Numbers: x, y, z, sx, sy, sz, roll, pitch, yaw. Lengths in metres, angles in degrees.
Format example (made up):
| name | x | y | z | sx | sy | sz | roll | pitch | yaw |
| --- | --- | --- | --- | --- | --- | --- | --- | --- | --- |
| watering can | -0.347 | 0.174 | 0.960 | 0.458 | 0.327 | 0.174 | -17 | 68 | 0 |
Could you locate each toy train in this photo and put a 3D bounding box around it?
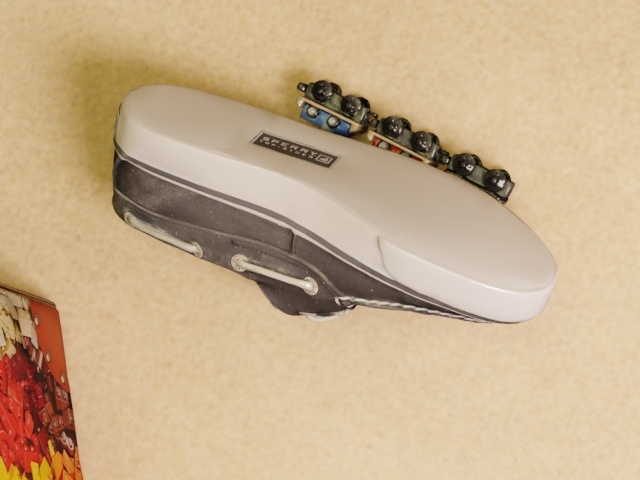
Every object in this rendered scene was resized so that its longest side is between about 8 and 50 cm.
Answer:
| name | x | y | z | sx | sy | sz | roll | pitch | yaw |
| --- | --- | --- | --- | --- | --- | --- | --- | --- | --- |
| toy train | 0.050 | -0.059 | 1.236 | 0.158 | 0.027 | 0.036 | 29 | 99 | 17 |

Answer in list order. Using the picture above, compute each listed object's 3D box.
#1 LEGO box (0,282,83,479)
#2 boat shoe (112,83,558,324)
| name | x | y | z | sx | sy | sz | roll | pitch | yaw |
| --- | --- | --- | --- | --- | --- | --- | --- | --- | --- |
| LEGO box | -0.396 | 0.256 | 1.209 | 0.500 | 0.193 | 0.372 | -14 | 77 | 12 |
| boat shoe | 0.000 | 0.000 | 1.202 | 0.301 | 0.108 | 0.102 | 21 | 121 | 16 |
